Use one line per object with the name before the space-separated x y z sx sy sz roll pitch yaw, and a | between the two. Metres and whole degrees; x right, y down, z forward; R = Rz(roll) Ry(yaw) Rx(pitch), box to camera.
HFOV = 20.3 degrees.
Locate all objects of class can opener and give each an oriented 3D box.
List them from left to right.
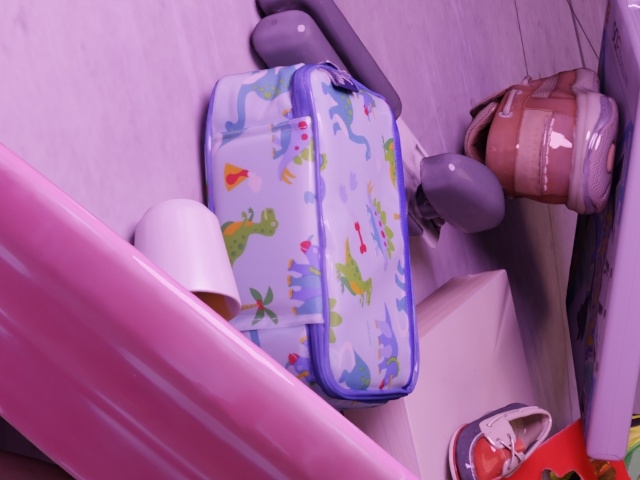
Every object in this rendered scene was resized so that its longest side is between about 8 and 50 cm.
can opener | 0.053 -0.092 1.291 0.283 0.095 0.076 51 37 -49

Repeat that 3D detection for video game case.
video game case | 0.250 -0.028 1.516 0.300 0.036 0.329 -80 174 -67

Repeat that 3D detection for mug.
mug | -0.083 0.015 1.018 0.062 0.078 0.064 7 62 -32

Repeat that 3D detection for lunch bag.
lunch bag | 0.000 0.000 1.155 0.176 0.090 0.219 20 64 -66

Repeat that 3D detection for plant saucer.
plant saucer | -0.069 0.067 0.785 0.084 0.332 0.332 -52 143 -4

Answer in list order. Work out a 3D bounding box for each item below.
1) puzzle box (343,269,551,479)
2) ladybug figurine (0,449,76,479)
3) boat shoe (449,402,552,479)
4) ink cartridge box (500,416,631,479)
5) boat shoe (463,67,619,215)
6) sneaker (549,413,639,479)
puzzle box | 0.124 0.250 1.379 0.272 0.052 0.409 -30 109 -65
ladybug figurine | -0.085 0.295 0.766 0.305 0.162 0.449 -51 128 -59
boat shoe | 0.132 0.152 1.316 0.137 0.043 0.049 -24 103 -64
ink cartridge box | 0.282 0.323 1.394 0.308 0.091 0.385 -17 81 -61
boat shoe | 0.180 -0.092 1.538 0.324 0.116 0.123 -62 157 -85
sneaker | 0.263 0.236 1.643 0.295 0.109 0.123 -23 104 -56
